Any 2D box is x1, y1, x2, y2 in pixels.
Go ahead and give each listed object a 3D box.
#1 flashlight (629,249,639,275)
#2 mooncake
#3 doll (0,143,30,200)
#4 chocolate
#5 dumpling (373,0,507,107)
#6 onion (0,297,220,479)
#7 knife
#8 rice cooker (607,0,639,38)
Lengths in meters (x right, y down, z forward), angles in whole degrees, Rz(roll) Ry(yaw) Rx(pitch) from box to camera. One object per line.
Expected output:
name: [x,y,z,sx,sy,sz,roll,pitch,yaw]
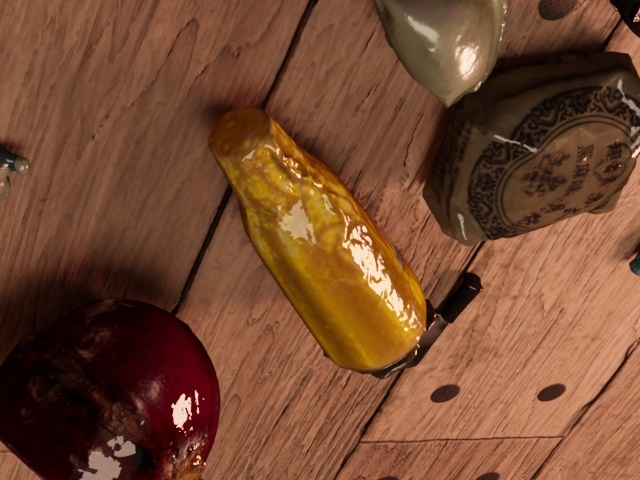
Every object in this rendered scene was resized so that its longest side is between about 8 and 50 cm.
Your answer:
flashlight: [0.498,0.007,2.089,0.051,0.051,0.129,16,133,-37]
mooncake: [0.268,-0.106,1.783,0.250,0.136,0.254,-12,142,-16]
doll: [-0.365,-0.071,1.616,0.076,0.050,0.083,-7,142,-45]
chocolate: [0.000,0.000,1.773,0.162,0.162,0.445,-26,140,7]
dumpling: [0.130,-0.248,1.597,0.104,0.149,0.216,2,151,40]
onion: [-0.256,0.202,1.825,0.260,0.282,0.337,-54,155,-10]
knife: [0.156,0.122,2.102,0.060,0.028,0.230,14,135,-20]
rice cooker: [0.386,-0.285,1.646,0.112,0.106,0.165,-38,150,26]
